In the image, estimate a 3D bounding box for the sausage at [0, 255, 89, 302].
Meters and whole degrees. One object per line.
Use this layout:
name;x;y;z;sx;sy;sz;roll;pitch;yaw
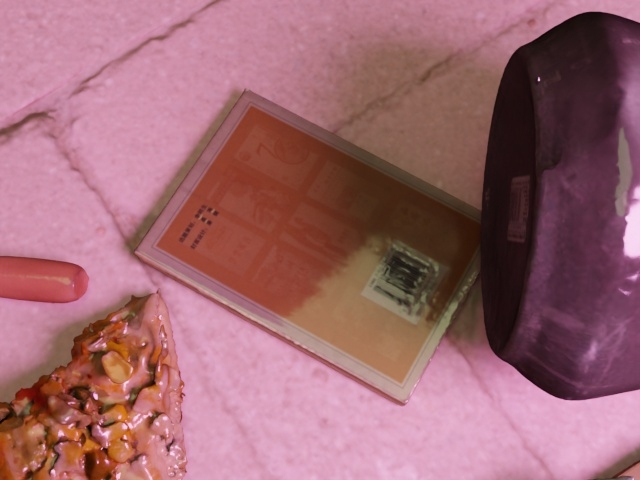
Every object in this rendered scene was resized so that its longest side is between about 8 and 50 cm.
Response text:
sausage;-0.222;0.030;0.785;0.083;0.034;0.034;5;70;5

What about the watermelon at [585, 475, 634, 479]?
watermelon;0.162;0.254;0.630;0.136;0.202;0.207;39;89;-25

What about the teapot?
teapot;0.291;-0.025;0.653;0.343;0.300;0.253;2;70;0

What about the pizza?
pizza;-0.168;0.143;0.724;0.226;0.069;0.147;-40;71;-12

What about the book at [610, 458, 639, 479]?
book;0.309;0.195;0.712;0.230;0.026;0.161;-29;72;-9

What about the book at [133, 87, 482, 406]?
book;0.000;0.000;0.798;0.241;0.018;0.170;29;72;11
